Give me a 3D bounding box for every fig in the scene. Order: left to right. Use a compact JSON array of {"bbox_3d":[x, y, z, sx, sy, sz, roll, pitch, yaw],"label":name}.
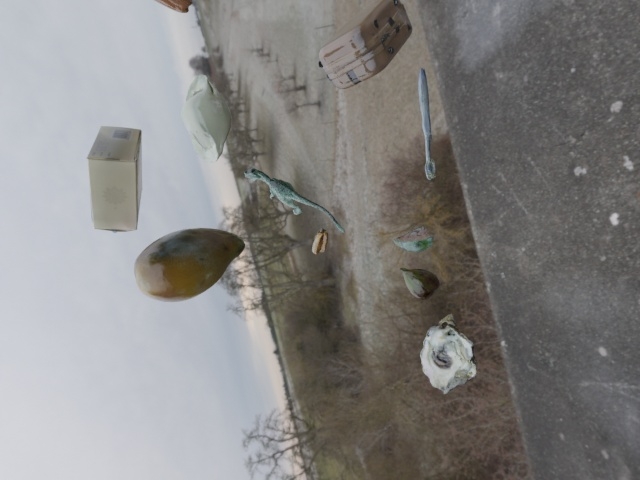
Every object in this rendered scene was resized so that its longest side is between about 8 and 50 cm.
[{"bbox_3d":[0.355,0.144,1.521,0.154,0.109,0.103,42,141,1],"label":"fig"}]

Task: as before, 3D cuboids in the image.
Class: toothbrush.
[{"bbox_3d":[0.381,-0.420,1.493,0.042,0.035,0.414,142,125,-79],"label":"toothbrush"}]

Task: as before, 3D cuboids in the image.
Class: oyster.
[{"bbox_3d":[0.432,0.391,1.416,0.223,0.083,0.214,-53,48,24],"label":"oyster"}]

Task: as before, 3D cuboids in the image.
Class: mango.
[{"bbox_3d":[-0.337,0.048,1.103,0.192,0.316,0.146,35,132,21],"label":"mango"}]

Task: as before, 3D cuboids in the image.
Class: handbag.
[{"bbox_3d":[0.115,-0.591,1.276,0.283,0.302,0.149,-9,130,43],"label":"handbag"}]

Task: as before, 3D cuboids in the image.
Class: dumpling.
[{"bbox_3d":[-0.348,-0.348,1.243,0.179,0.131,0.252,-15,91,44],"label":"dumpling"}]

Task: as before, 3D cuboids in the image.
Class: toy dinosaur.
[{"bbox_3d":[-0.071,-0.124,1.328,0.383,0.076,0.129,27,172,13],"label":"toy dinosaur"}]

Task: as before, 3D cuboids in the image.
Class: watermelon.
[{"bbox_3d":[0.397,-0.003,1.698,0.187,0.139,0.071,-2,121,46],"label":"watermelon"}]

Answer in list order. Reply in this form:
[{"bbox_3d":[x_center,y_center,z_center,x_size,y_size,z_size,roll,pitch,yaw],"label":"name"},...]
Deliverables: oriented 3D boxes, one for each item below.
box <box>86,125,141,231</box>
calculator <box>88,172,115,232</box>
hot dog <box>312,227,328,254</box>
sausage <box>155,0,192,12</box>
[{"bbox_3d":[-0.457,-0.143,0.943,0.212,0.095,0.168,-118,37,-53],"label":"box"},{"bbox_3d":[-0.745,-0.172,1.497,0.051,0.172,0.293,-28,-62,-80],"label":"calculator"},{"bbox_3d":[0.000,0.000,1.365,0.133,0.056,0.041,105,143,-57],"label":"hot dog"},{"bbox_3d":[-0.361,-0.510,0.735,0.086,0.289,0.086,-52,26,38],"label":"sausage"}]
